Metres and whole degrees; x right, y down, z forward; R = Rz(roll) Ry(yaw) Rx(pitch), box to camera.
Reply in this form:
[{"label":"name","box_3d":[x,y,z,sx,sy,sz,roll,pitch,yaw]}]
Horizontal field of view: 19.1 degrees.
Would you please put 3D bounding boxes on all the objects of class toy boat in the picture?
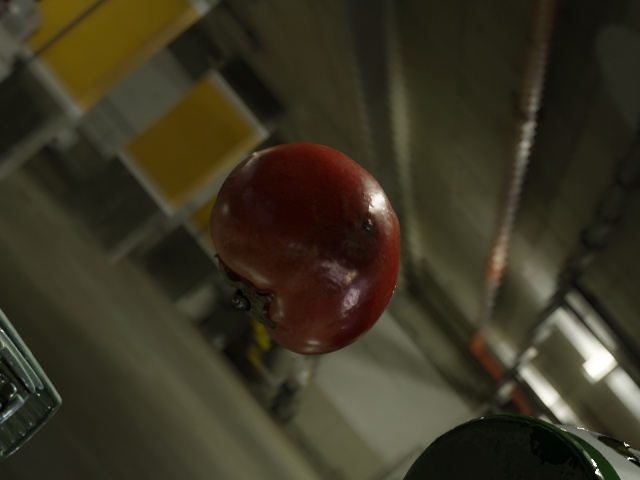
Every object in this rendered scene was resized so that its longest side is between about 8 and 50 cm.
[{"label":"toy boat","box_3d":[-0.242,0.026,1.093,0.260,0.078,0.085,54,-16,-29]}]

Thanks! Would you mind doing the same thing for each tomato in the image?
[{"label":"tomato","box_3d":[0.000,0.000,1.390,0.159,0.139,0.091,56,-31,-5]}]

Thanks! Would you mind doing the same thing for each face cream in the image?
[{"label":"face cream","box_3d":[0.232,0.285,1.641,0.312,0.219,0.357,35,6,37]}]
